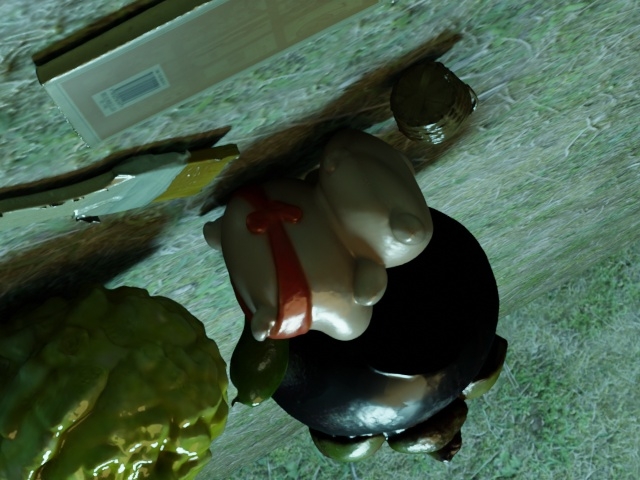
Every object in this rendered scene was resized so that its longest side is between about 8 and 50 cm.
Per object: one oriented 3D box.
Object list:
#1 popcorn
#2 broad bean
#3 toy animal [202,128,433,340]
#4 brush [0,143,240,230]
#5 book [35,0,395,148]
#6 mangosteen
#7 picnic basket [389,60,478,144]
[{"bbox_3d":[-0.212,0.143,1.494,0.259,0.259,0.212,-30,144,11],"label":"popcorn"},{"bbox_3d":[-0.040,0.049,1.560,0.052,0.256,0.053,-13,133,33],"label":"broad bean"},{"bbox_3d":[0.000,0.000,1.469,0.198,0.171,0.171,-34,167,14],"label":"toy animal"},{"bbox_3d":[-0.205,-0.028,1.226,0.337,0.020,0.085,-15,163,-43],"label":"brush"},{"bbox_3d":[-0.061,-0.138,1.083,0.242,0.018,0.170,-27,169,-3],"label":"book"},{"bbox_3d":[0.070,0.100,1.694,0.288,0.287,0.233,-21,170,-28],"label":"mangosteen"},{"bbox_3d":[0.099,-0.113,1.414,0.072,0.072,0.083,-31,155,13],"label":"picnic basket"}]
